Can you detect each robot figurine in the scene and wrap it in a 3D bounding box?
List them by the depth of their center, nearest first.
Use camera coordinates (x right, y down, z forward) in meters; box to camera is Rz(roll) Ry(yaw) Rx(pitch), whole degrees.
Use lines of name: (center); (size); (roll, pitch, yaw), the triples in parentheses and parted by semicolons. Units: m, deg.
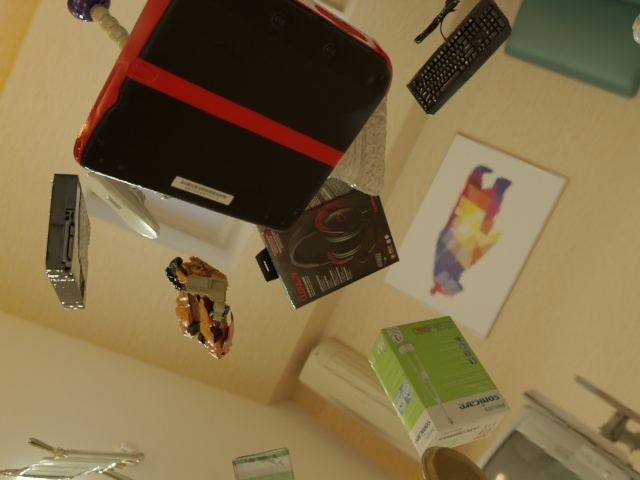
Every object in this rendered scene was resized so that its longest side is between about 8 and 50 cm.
robot figurine: (-0.296, 0.161, 1.749); (0.211, 0.290, 0.085); (30, -133, 26)

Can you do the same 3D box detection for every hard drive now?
hard drive: (-0.607, 0.013, 1.678); (0.064, 0.236, 0.339); (2, 160, -14)

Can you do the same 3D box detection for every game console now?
game console: (-0.104, -0.192, 0.988); (0.387, 0.342, 0.060); (19, -153, -41)

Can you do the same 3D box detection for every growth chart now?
growth chart: (-0.424, 0.382, 1.175); (0.237, 0.021, 0.172); (-26, 147, 36)

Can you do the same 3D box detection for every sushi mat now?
sushi mat: (-0.436, 0.474, 1.418); (0.317, 0.019, 0.151); (14, 158, 19)

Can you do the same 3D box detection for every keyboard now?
keyboard: (0.316, -0.480, 1.715); (0.033, 0.317, 0.201); (-11, -115, -42)

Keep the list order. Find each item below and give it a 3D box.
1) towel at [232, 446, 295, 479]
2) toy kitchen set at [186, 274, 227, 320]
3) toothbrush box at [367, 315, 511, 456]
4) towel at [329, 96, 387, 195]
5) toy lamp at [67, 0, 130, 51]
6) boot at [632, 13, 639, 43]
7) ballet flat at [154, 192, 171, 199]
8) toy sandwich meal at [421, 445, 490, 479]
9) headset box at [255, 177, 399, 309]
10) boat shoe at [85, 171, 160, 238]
towel: (-0.102, 0.480, 1.320); (0.113, 0.151, 0.023); (-12, 162, 1)
toy kitchen set: (-0.221, 0.100, 1.351); (0.075, 0.083, 0.068); (7, -140, -7)
toothbrush box: (0.272, 0.334, 1.632); (0.206, 0.122, 0.283); (-8, -132, -27)
towel: (0.061, -0.233, 1.257); (0.049, 0.282, 0.187); (-9, 163, 37)
toy lamp: (-0.276, -0.280, 1.038); (0.274, 0.080, 0.080); (50, -164, 20)
boot: (0.586, -0.440, 1.185); (0.123, 0.258, 0.095); (44, 161, 21)
ballet flat: (-0.415, -0.177, 1.733); (0.077, 0.091, 0.241); (27, 154, 9)
toy sandwich meal: (0.100, 0.191, 0.510); (0.086, 0.029, 0.085); (33, -157, -15)
headset box: (0.000, 0.000, 1.526); (0.110, 0.293, 0.218); (-125, 13, -58)
boat shoe: (-0.375, -0.081, 1.356); (0.184, 0.063, 0.066); (45, 145, -25)
